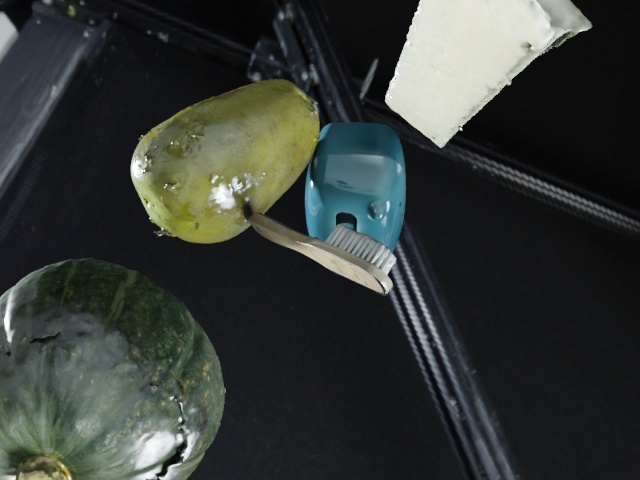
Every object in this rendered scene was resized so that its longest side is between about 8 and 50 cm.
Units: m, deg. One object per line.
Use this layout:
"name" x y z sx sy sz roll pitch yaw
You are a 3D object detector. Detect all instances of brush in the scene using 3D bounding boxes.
"brush" 0.000 0.000 1.183 0.327 0.070 0.065 22 -111 47

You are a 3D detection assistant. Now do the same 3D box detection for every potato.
"potato" -0.157 -0.141 1.348 0.359 0.270 0.219 -34 -107 -32

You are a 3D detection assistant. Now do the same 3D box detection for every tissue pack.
"tissue pack" 0.068 -0.074 1.497 0.198 0.287 0.206 5 -127 4

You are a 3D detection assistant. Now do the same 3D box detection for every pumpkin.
"pumpkin" -0.278 0.193 0.844 0.291 0.257 0.328 37 -80 -16

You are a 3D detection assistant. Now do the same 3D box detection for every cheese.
"cheese" 0.094 -0.125 0.550 0.085 0.400 0.034 42 -91 0
